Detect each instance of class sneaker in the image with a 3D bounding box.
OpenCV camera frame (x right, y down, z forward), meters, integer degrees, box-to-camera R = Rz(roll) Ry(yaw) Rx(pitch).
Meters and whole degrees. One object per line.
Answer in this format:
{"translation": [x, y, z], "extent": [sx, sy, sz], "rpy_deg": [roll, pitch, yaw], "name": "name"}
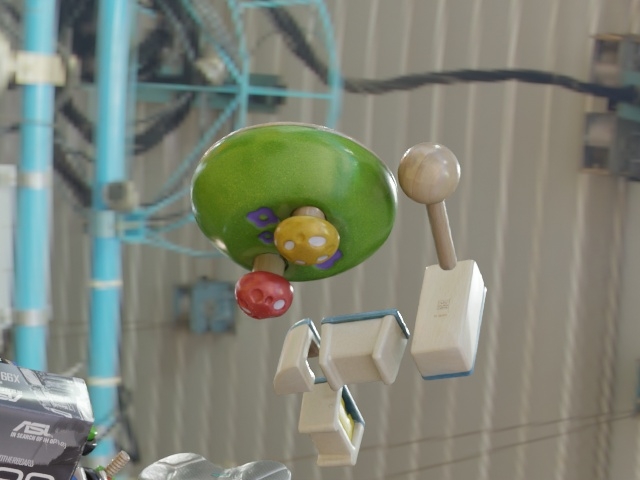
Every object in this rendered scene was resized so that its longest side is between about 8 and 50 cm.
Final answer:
{"translation": [-0.092, 0.224, 1.421], "extent": [0.152, 0.054, 0.061], "rpy_deg": [3, -64, 29], "name": "sneaker"}

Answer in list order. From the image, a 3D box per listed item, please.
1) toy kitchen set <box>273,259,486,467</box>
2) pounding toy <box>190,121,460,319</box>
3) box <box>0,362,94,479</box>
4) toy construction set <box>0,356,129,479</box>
{"translation": [0.076, 0.130, 1.659], "extent": [0.207, 0.122, 0.166], "rpy_deg": [-8, -49, 22], "name": "toy kitchen set"}
{"translation": [0.000, 0.000, 1.402], "extent": [0.237, 0.183, 0.110], "rpy_deg": [1, -130, 6], "name": "pounding toy"}
{"translation": [-0.399, 0.218, 1.543], "extent": [0.242, 0.308, 0.076], "rpy_deg": [-64, -154, 23], "name": "box"}
{"translation": [-0.416, 0.313, 2.027], "extent": [0.237, 0.309, 0.257], "rpy_deg": [-45, -82, 6], "name": "toy construction set"}
